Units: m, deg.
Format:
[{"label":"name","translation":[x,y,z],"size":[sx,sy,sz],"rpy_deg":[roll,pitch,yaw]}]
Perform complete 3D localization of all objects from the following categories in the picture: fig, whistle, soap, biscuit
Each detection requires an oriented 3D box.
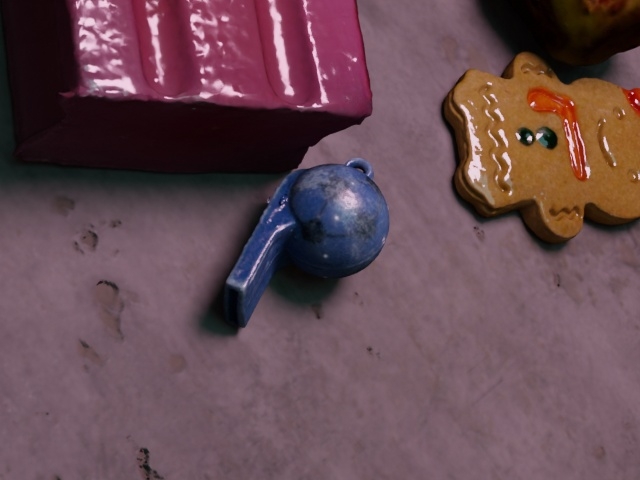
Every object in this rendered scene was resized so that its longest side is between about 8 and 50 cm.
[{"label":"fig","translation":[0.228,-0.228,1.333],"size":[0.165,0.154,0.144],"rpy_deg":[-70,155,-47]},{"label":"whistle","translation":[0.000,0.000,1.134],"size":[0.090,0.090,0.158],"rpy_deg":[36,57,-14]},{"label":"soap","translation":[-0.110,-0.236,1.136],"size":[0.233,0.128,0.359],"rpy_deg":[1,70,-32]},{"label":"biscuit","translation":[0.204,-0.076,1.315],"size":[0.225,0.036,0.166],"rpy_deg":[5,67,-29]}]
